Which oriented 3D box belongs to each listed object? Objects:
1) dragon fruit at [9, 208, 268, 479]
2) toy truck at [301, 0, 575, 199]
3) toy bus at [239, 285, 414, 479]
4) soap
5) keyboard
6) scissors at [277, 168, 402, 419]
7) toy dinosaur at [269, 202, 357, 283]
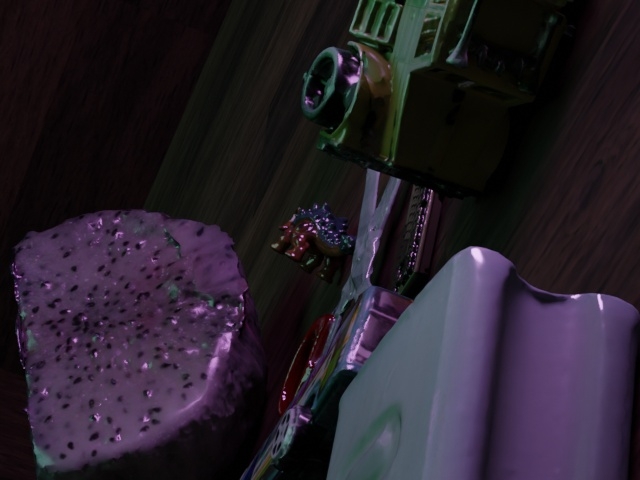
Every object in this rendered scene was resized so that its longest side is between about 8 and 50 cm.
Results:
[{"bbox_3d":[-0.145,0.131,1.401,0.283,0.204,0.221,-105,5,-45],"label":"dragon fruit"},{"bbox_3d":[0.091,-0.151,0.909,0.259,0.128,0.135,-68,25,10],"label":"toy truck"},{"bbox_3d":[0.003,0.134,0.915,0.261,0.091,0.109,-57,10,44],"label":"toy bus"},{"bbox_3d":[0.048,0.155,0.637,0.160,0.088,0.265,125,162,-51],"label":"soap"},{"bbox_3d":[0.067,-0.022,1.059,0.049,0.015,0.129,127,160,-57],"label":"keyboard"},{"bbox_3d":[0.032,0.006,1.138,0.144,0.017,0.247,-33,37,57],"label":"scissors"},{"bbox_3d":[0.000,0.000,1.270,0.055,0.049,0.154,-56,21,-7],"label":"toy dinosaur"}]
